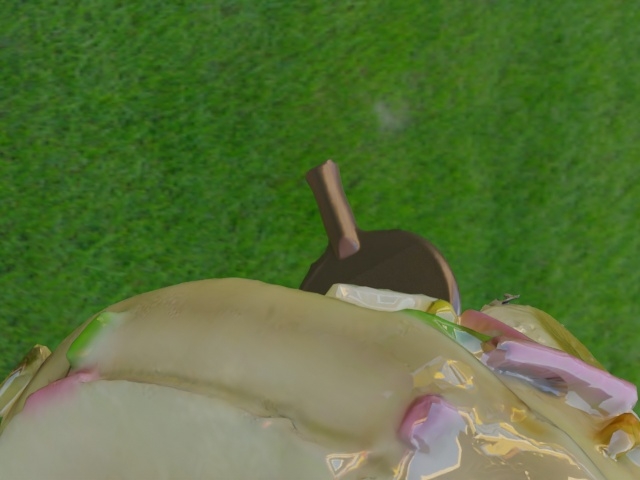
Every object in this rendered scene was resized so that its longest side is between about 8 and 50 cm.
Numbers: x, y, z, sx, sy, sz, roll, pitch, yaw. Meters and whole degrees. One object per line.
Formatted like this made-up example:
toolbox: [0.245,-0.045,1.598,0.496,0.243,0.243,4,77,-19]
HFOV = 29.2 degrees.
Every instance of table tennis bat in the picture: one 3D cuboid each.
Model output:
table tennis bat: [0.000,0.000,0.688,0.107,0.170,0.119,-29,143,13]

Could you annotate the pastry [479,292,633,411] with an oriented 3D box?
pastry: [0.185,0.121,1.021,0.166,0.166,0.088,28,107,-37]

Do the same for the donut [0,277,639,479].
donut: [-0.015,0.180,0.451,0.150,0.307,0.371,-9,126,-48]
